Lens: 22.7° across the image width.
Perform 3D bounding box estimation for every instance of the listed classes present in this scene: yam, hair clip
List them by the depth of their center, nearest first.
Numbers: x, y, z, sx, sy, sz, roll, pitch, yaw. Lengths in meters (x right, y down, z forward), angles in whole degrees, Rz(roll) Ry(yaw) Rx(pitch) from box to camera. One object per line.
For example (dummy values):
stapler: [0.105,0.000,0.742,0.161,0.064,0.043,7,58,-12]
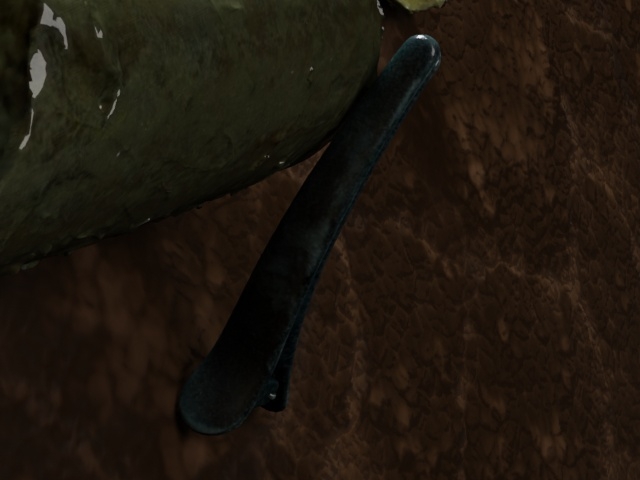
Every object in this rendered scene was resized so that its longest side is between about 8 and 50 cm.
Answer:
yam: [-0.106,-0.076,0.692,0.304,0.168,0.168,-22,95,-59]
hair clip: [0.000,0.000,0.798,0.039,0.229,0.070,39,25,22]

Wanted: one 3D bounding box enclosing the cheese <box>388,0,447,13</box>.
cheese: [0.057,-0.201,1.110,0.060,0.041,0.084,-22,110,-51]
